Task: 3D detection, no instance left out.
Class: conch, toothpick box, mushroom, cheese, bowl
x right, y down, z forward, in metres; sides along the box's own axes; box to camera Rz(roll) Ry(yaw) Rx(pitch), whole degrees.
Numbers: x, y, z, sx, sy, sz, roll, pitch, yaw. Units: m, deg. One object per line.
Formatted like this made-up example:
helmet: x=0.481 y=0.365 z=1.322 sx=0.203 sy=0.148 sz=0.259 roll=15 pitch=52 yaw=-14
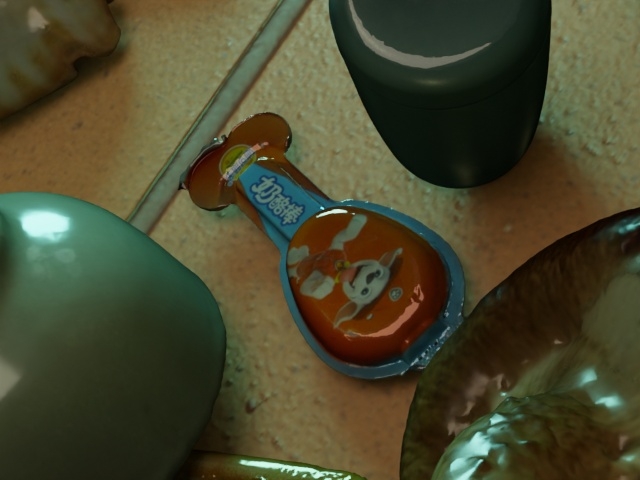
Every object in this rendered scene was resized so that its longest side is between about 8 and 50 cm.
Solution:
conch: x=-0.292 y=-0.167 z=1.053 sx=0.255 sy=0.127 sz=0.158 roll=-19 pitch=59 yaw=15
toothpick box: x=0.076 y=-0.106 z=0.806 sx=0.120 sy=0.184 sz=0.120 roll=-3 pitch=70 yaw=9
mushroom: x=0.152 y=0.100 z=0.633 sx=0.267 sy=0.254 sz=0.267 roll=-5 pitch=66 yaw=10
cheese: x=0.000 y=0.000 z=0.879 sx=0.106 sy=0.037 sz=0.256 roll=-44 pitch=55 yaw=-4
bowl: x=-0.214 y=0.065 z=0.830 sx=0.289 sy=0.146 sz=0.289 roll=-17 pitch=38 yaw=14

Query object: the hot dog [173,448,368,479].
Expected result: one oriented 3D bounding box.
hot dog: x=-0.094 y=0.164 z=0.819 sx=0.288 sy=0.068 sz=0.083 roll=1 pitch=41 yaw=31
